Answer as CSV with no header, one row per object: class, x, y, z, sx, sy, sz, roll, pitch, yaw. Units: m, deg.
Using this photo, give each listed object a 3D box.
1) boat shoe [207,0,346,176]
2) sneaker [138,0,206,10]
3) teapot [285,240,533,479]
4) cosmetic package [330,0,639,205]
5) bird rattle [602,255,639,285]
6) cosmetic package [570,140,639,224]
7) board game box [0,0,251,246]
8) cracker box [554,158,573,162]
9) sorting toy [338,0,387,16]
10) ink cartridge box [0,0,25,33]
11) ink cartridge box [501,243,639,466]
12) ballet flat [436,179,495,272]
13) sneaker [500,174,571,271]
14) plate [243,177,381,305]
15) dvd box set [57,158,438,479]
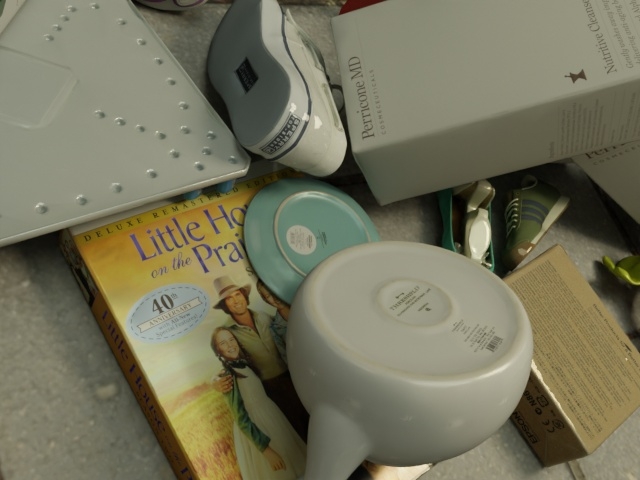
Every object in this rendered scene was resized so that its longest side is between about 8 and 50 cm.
boat shoe,-0.039,-0.202,0.914,0.156,0.136,0.367,29,23,-35
sneaker,-0.275,-0.437,0.965,0.305,0.114,0.152,30,55,-9
teapot,0.082,0.130,0.708,0.256,0.187,0.252,-2,35,-11
cosmetic package,0.221,-0.207,0.870,0.385,0.156,0.217,-15,64,10
bird rattle,0.553,0.112,1.066,0.207,0.143,0.253,5,62,-43
cosmetic package,0.572,-0.128,1.057,0.453,0.230,0.161,30,50,-34
board game box,-0.337,-0.153,0.768,0.390,0.050,0.390,-21,63,-34
cracker box,0.345,-0.205,1.118,0.232,0.155,0.067,-3,22,-28
sorting toy,0.163,-0.239,1.075,0.126,0.127,0.365,5,47,-51
ink cartridge box,-0.440,-0.273,0.709,0.211,0.121,0.289,16,48,-8
ink cartridge box,0.311,0.148,0.941,0.193,0.088,0.234,-23,74,-36
ballet flat,0.215,-0.035,0.998,0.083,0.087,0.247,18,56,-16
sneaker,0.302,-0.034,1.062,0.086,0.064,0.192,41,52,10
plate,0.000,0.000,0.833,0.188,0.024,0.188,14,57,-23
dvd box set,-0.059,0.116,0.789,0.308,0.062,0.420,-21,74,-35
